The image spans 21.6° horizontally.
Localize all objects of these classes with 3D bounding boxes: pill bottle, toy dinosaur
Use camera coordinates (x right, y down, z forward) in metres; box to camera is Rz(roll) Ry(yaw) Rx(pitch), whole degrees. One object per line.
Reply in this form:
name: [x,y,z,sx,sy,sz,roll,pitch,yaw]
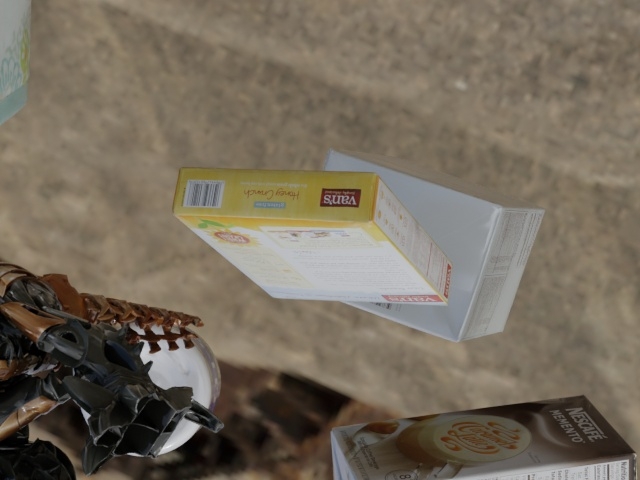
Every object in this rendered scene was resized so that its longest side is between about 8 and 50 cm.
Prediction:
pill bottle: [-0.144,0.126,1.471,0.112,0.112,0.186,25,179,1]
toy dinosaur: [-0.179,0.073,0.961,0.218,0.322,0.164,41,140,25]

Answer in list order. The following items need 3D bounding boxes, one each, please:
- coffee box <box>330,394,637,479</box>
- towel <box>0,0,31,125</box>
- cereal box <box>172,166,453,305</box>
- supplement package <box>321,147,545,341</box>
coffee box: [0.144,0.221,1.513,0.246,0.098,0.141,-6,-161,-10]
towel: [-0.331,-0.241,1.499,0.090,0.320,0.374,10,-161,4]
cereal box: [0.000,0.000,1.417,0.173,0.047,0.240,2,163,19]
supplement package: [0.106,0.004,1.771,0.194,0.149,0.203,20,-173,19]
